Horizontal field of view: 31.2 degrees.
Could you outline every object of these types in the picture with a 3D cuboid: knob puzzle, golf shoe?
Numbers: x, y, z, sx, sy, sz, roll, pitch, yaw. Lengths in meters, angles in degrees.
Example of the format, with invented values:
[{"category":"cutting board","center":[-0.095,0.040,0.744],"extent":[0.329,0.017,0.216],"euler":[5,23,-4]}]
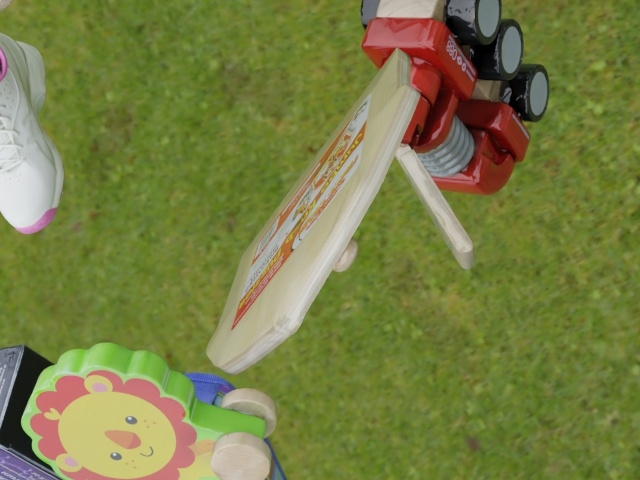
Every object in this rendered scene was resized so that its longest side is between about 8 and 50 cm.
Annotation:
[{"category":"knob puzzle","center":[0.000,0.000,0.606],"extent":[0.030,0.213,0.213],"euler":[33,140,-11]},{"category":"golf shoe","center":[-0.441,-0.156,1.580],"extent":[0.115,0.140,0.306],"euler":[-22,68,13]}]

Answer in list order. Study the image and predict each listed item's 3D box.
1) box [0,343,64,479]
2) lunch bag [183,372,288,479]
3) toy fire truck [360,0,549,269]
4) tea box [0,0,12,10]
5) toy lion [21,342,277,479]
[{"category":"box","center":[-0.340,0.196,1.173],"extent":[0.207,0.108,0.153],"euler":[-12,143,31]},{"category":"lunch bag","center":[-0.060,0.242,0.787],"extent":[0.138,0.221,0.293],"euler":[-9,108,7]},{"category":"toy fire truck","center":[0.117,-0.088,1.041],"extent":[0.159,0.217,0.246],"euler":[9,71,33]},{"category":"tea box","center":[-0.489,-0.344,1.178],"extent":[0.329,0.323,0.220],"euler":[-34,35,22]},{"category":"toy lion","center":[-0.071,0.085,0.453],"extent":[0.096,0.034,0.100],"euler":[15,127,-6]}]
